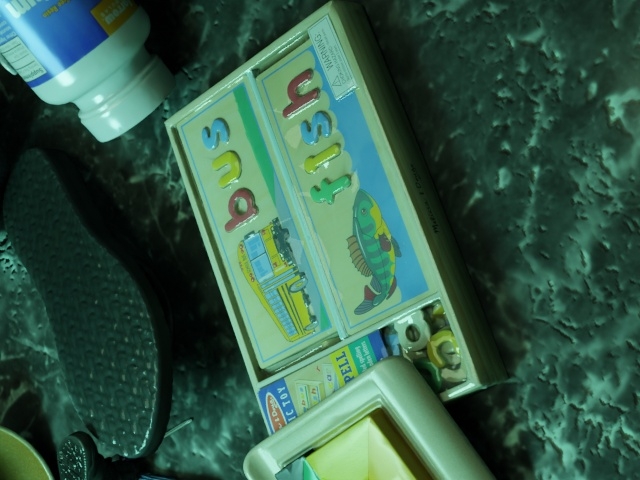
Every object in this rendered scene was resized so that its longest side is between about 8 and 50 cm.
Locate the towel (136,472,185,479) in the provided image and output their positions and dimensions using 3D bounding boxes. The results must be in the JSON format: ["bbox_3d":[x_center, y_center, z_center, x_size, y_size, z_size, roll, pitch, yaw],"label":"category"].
[{"bbox_3d":[-0.164,0.305,1.476,0.119,0.029,0.067,2,94,39],"label":"towel"}]

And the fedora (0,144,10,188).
[{"bbox_3d":[-0.484,-0.104,1.609,0.152,0.334,0.334,-35,66,-2],"label":"fedora"}]

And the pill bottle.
[{"bbox_3d":[-0.281,-0.245,1.404,0.152,0.152,0.272,-23,115,38],"label":"pill bottle"}]

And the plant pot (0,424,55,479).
[{"bbox_3d":[-0.491,0.358,1.639,0.254,0.237,0.237,-21,79,51],"label":"plant pot"}]

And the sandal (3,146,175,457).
[{"bbox_3d":[-0.243,0.053,1.498,0.167,0.107,0.445,-55,48,28],"label":"sandal"}]

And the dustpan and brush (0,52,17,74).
[{"bbox_3d":[-0.385,-0.233,1.597,0.060,0.147,0.211,-48,28,1],"label":"dustpan and brush"}]

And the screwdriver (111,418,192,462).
[{"bbox_3d":[-0.205,0.243,1.519,0.170,0.025,0.024,-32,71,27],"label":"screwdriver"}]

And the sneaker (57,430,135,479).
[{"bbox_3d":[-0.249,0.266,1.475,0.051,0.089,0.170,31,131,29],"label":"sneaker"}]

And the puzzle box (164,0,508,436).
[{"bbox_3d":[0.000,0.000,1.313,0.272,0.052,0.408,-31,73,37],"label":"puzzle box"}]

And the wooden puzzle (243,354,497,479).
[{"bbox_3d":[0.053,0.252,1.244,0.239,0.044,0.221,-39,84,36],"label":"wooden puzzle"}]
